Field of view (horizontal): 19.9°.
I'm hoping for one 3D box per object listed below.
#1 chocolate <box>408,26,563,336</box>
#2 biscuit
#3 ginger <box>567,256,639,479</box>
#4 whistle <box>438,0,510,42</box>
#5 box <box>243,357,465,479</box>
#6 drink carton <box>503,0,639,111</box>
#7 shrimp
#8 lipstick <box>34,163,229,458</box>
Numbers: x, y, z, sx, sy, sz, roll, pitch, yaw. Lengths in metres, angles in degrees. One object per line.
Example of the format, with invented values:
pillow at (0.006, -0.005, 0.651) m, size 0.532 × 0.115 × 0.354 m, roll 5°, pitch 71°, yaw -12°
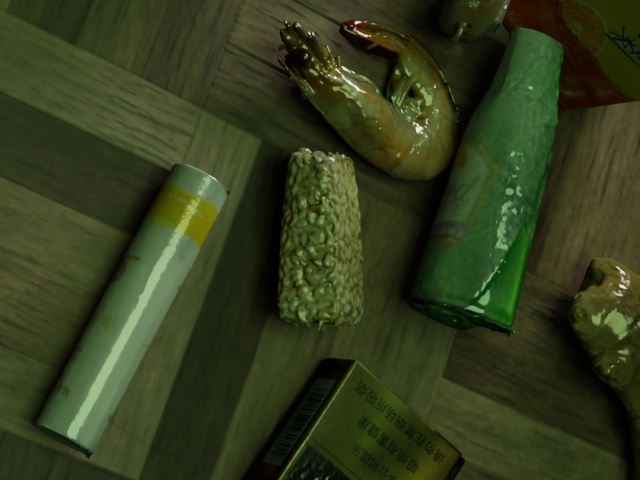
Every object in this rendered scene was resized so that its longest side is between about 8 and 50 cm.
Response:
chocolate at (0.170, -0.060, 1.747) m, size 0.110 × 0.110 × 0.291 m, roll 21°, pitch 79°, yaw -28°
biscuit at (0.000, 0.000, 1.670) m, size 0.070 × 0.082 × 0.168 m, roll -1°, pitch 87°, yaw 15°
ginger at (0.317, 0.159, 1.846) m, size 0.131 × 0.086 × 0.294 m, roll -24°, pitch 106°, yaw -50°
whistle at (0.169, -0.272, 1.766) m, size 0.057 × 0.107 × 0.220 m, roll 25°, pitch 59°, yaw -5°
box at (0.008, 0.247, 1.669) m, size 0.159 × 0.071 × 0.240 m, roll 42°, pitch 70°, yaw -25°
drink carton at (0.329, -0.221, 1.704) m, size 0.111 × 0.351 × 0.154 m, roll -45°, pitch 110°, yaw -23°
shrimp at (0.050, -0.149, 1.714) m, size 0.236 × 0.053 × 0.133 m, roll 36°, pitch 76°, yaw -29°
lipstick at (-0.163, 0.059, 1.584) m, size 0.059 × 0.059 × 0.264 m, roll 35°, pitch 72°, yaw -24°
